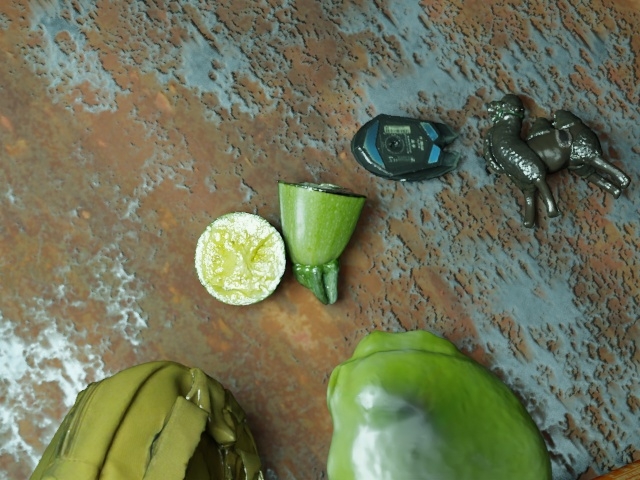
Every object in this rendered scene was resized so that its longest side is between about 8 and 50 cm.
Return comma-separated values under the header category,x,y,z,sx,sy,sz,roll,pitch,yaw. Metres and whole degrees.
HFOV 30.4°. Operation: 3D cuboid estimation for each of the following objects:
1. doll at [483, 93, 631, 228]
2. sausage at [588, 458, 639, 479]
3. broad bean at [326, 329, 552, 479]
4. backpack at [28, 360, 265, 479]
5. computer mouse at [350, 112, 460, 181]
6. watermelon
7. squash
category,x,y,z,sx,sy,sz,roll,pitch,yaw
doll,0.265,-0.104,1.383,0.139,0.057,0.165,-23,78,-6
sausage,0.372,0.270,1.284,0.263,0.083,0.083,-13,80,-30
broad bean,0.121,0.234,1.273,0.238,0.119,0.291,-41,88,-21
backpack,-0.165,0.312,1.138,0.201,0.354,0.378,-12,42,23
computer mouse,0.097,-0.105,1.369,0.135,0.047,0.079,-4,73,-15
watermelon,-0.086,0.020,1.318,0.105,0.062,0.106,0,89,8
squash,-0.008,0.003,1.328,0.105,0.105,0.132,9,97,-4
